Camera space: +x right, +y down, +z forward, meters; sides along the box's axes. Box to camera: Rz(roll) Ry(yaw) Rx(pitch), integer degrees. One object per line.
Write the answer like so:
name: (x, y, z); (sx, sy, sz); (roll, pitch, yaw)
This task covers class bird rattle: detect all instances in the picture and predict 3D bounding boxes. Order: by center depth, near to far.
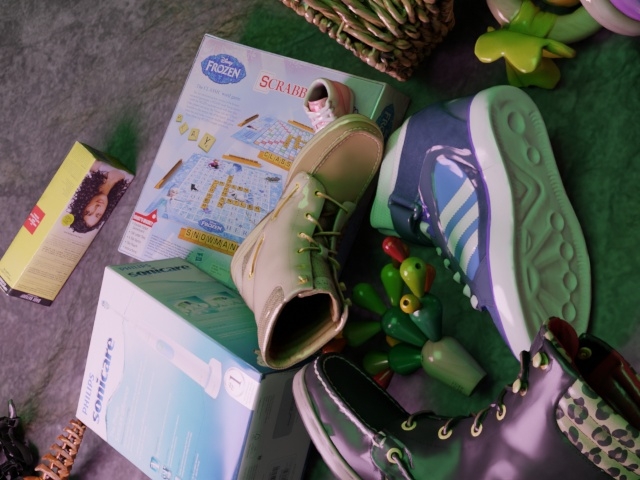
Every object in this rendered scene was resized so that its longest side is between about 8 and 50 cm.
bird rattle: (0.241, -0.302, 1.565); (0.207, 0.143, 0.253); (-18, 82, 4)

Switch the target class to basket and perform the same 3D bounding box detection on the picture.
basket: (0.078, -0.326, 1.594); (0.213, 0.299, 0.223); (35, 98, -5)

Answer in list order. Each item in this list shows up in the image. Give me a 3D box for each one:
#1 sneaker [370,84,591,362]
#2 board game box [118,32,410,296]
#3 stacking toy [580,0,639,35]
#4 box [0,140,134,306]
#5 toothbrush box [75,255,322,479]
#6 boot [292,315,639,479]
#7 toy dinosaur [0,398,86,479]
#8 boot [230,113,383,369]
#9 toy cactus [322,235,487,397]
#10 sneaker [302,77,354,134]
sneaker: (0.165, 0.001, 1.558); (0.236, 0.130, 0.322); (-20, 79, 51)
board game box: (-0.079, -0.080, 1.770); (0.319, 0.066, 0.318); (22, 89, 37)
stacking toy: (0.400, -0.313, 1.374); (0.330, 0.141, 0.141); (-18, 62, 62)
box: (-0.363, -0.021, 1.943); (0.058, 0.087, 0.232); (41, 101, 37)
toothbrush box: (-0.147, 0.178, 1.662); (0.295, 0.126, 0.216); (29, 114, 37)
boot: (0.166, 0.189, 1.412); (0.377, 0.138, 0.284); (48, 119, 24)
toy dinosaur: (-0.427, 0.342, 1.867); (0.322, 0.164, 0.218); (-35, 72, 1)
boot: (0.000, 0.000, 1.542); (0.262, 0.095, 0.203); (-51, 26, 15)
toy cactus: (0.100, 0.108, 1.531); (0.180, 0.112, 0.219); (38, 134, 17)
sneaker: (0.008, -0.131, 1.640); (0.051, 0.070, 0.134); (-10, 72, 29)
